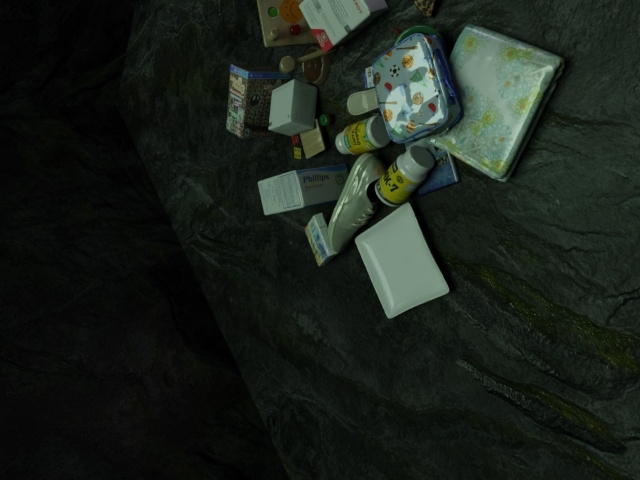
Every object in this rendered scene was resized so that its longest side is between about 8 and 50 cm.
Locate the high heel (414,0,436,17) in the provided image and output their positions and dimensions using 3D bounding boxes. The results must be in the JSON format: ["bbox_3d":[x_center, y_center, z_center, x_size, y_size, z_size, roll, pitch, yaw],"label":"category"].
[{"bbox_3d":[0.389,-0.791,1.563,0.261,0.093,0.186,-5,119,40],"label":"high heel"}]

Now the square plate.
[{"bbox_3d":[0.299,0.081,1.941,0.344,0.049,0.347,-37,72,50],"label":"square plate"}]

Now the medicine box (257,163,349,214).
[{"bbox_3d":[-0.064,-0.208,2.141,0.289,0.263,0.149,-5,97,53],"label":"medicine box"}]

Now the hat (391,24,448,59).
[{"bbox_3d":[0.333,-0.625,1.708,0.173,0.183,0.208,-20,107,28],"label":"hat"}]

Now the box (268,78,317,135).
[{"bbox_3d":[-0.116,-0.548,2.181,0.181,0.119,0.182,-2,81,54],"label":"box"}]

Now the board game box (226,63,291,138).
[{"bbox_3d":[-0.274,-0.615,2.312,0.141,0.232,0.291,35,127,40],"label":"board game box"}]

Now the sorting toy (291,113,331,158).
[{"bbox_3d":[-0.028,-0.426,2.206,0.274,0.046,0.132,-17,87,52],"label":"sorting toy"}]

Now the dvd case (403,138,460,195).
[{"bbox_3d":[0.365,-0.293,1.766,0.180,0.022,0.253,-19,86,54],"label":"dvd case"}]

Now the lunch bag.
[{"bbox_3d":[0.293,-0.449,1.575,0.243,0.115,0.303,-19,88,44],"label":"lunch bag"}]

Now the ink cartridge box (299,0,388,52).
[{"bbox_3d":[0.078,-0.829,1.854,0.273,0.114,0.197,-18,104,53],"label":"ink cartridge box"}]

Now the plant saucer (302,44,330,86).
[{"bbox_3d":[-0.025,-0.714,2.131,0.168,0.029,0.168,18,114,49],"label":"plant saucer"}]

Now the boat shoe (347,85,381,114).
[{"bbox_3d":[0.241,-0.497,1.822,0.335,0.095,0.112,6,109,46],"label":"boat shoe"}]

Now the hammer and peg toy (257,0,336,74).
[{"bbox_3d":[-0.099,-0.829,2.025,0.127,0.266,0.361,-171,70,-73],"label":"hammer and peg toy"}]

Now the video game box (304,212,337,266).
[{"bbox_3d":[0.000,0.000,2.249,0.205,0.048,0.187,128,125,-69],"label":"video game box"}]

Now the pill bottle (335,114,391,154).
[{"bbox_3d":[0.153,-0.381,1.930,0.208,0.117,0.117,-6,96,53],"label":"pill bottle"}]

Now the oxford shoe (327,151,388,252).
[{"bbox_3d":[0.144,-0.118,1.999,0.130,0.169,0.449,36,127,22],"label":"oxford shoe"}]

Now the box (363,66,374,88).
[{"bbox_3d":[0.210,-0.586,1.871,0.136,0.028,0.081,4,104,54],"label":"box"}]

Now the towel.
[{"bbox_3d":[0.486,-0.398,1.525,0.320,0.090,0.374,40,128,34],"label":"towel"}]

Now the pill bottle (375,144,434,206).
[{"bbox_3d":[0.285,-0.219,1.775,0.119,0.119,0.208,61,141,19],"label":"pill bottle"}]
